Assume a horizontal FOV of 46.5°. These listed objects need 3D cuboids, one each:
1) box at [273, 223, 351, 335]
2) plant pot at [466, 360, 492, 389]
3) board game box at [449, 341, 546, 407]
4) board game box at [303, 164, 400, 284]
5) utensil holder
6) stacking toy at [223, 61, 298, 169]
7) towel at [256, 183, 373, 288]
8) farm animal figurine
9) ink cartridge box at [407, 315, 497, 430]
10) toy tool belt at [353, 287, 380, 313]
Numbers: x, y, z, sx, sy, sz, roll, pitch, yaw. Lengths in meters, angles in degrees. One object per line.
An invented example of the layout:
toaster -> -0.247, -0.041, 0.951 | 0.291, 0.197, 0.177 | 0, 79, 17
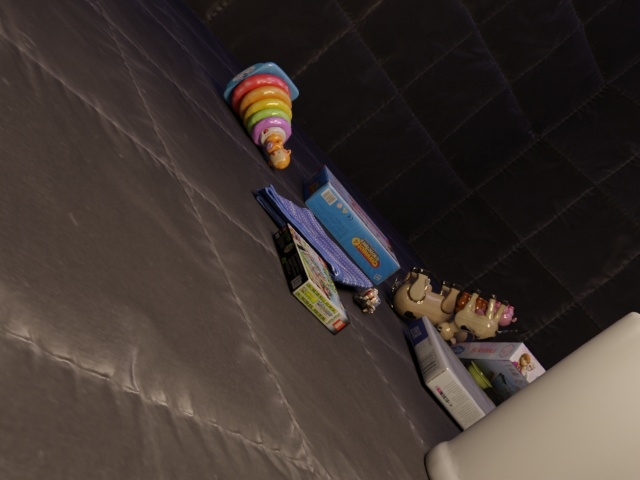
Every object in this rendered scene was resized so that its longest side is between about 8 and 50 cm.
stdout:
box -> -0.018, 0.061, 1.252 | 0.114, 0.036, 0.207 | 47, 9, -28
plant pot -> 0.387, 0.369, 1.928 | 0.083, 0.079, 0.083 | 49, 9, -11
board game box -> 0.517, 0.406, 2.000 | 0.318, 0.066, 0.318 | 50, -23, -12
board game box -> 0.081, -0.052, 2.113 | 0.308, 0.086, 0.302 | 49, 8, -12
utensil holder -> 0.405, 0.338, 1.090 | 0.327, 0.385, 0.327 | 49, 9, -11
stacking toy -> -0.134, -0.300, 1.936 | 0.166, 0.175, 0.302 | 40, 27, -50
towel -> 0.000, 0.000, 1.546 | 0.243, 0.040, 0.336 | 48, 7, 15
farm animal figurine -> 0.329, 0.196, 1.957 | 0.327, 0.172, 0.330 | 23, -4, 8
ink cartridge box -> 0.334, 0.363, 1.720 | 0.330, 0.071, 0.324 | 53, 8, -11
toy tool belt -> 0.105, 0.128, 1.559 | 0.051, 0.052, 0.083 | 56, -12, -4
